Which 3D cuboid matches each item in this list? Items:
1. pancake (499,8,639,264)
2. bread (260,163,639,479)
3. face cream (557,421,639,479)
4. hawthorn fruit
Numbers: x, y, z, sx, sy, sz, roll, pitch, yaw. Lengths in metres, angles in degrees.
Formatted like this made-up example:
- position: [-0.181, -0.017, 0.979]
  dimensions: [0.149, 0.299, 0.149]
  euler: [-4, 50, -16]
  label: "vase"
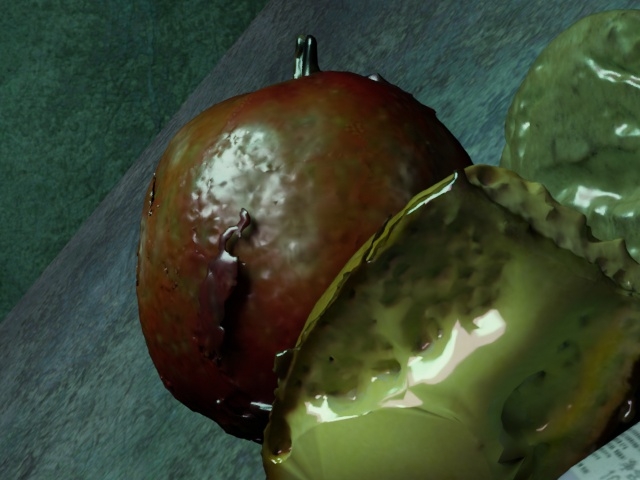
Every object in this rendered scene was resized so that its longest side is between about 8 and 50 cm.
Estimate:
- position: [0.195, -0.034, 0.900]
  dimensions: [0.242, 0.050, 0.241]
  euler: [-12, 76, 62]
  label: "pancake"
- position: [0.081, 0.078, 0.807]
  dimensions: [0.262, 0.204, 0.162]
  euler: [-57, 7, 18]
  label: "bread"
- position: [0.208, 0.121, 0.695]
  dimensions: [0.274, 0.096, 0.154]
  euler: [-40, 6, 0]
  label: "face cream"
- position: [0.003, 0.016, 1.022]
  dimensions: [0.316, 0.316, 0.316]
  euler: [-41, 22, 20]
  label: "hawthorn fruit"
